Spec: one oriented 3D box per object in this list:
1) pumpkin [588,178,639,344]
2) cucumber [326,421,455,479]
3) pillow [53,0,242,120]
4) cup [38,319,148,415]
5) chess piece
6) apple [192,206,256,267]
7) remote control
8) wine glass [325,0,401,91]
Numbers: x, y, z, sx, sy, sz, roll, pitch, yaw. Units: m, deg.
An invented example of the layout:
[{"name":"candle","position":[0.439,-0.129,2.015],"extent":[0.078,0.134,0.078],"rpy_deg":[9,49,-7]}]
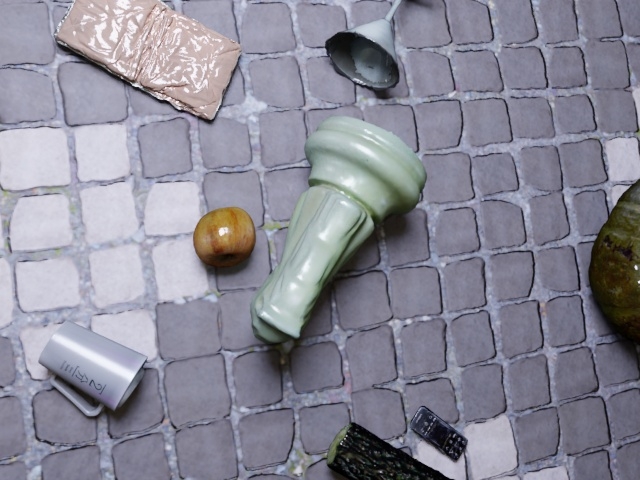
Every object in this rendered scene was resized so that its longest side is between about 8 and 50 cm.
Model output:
[{"name":"pumpkin","position":[0.533,0.041,0.891],"extent":[0.232,0.242,0.324],"rpy_deg":[-14,93,14]},{"name":"cucumber","position":[0.142,0.343,0.808],"extent":[0.300,0.072,0.072],"rpy_deg":[30,78,-10]},{"name":"pillow","position":[-0.227,-0.265,0.787],"extent":[0.233,0.043,0.126],"rpy_deg":[26,84,-13]},{"name":"cup","position":[-0.286,0.165,0.722],"extent":[0.116,0.074,0.104],"rpy_deg":[30,107,-6]},{"name":"chess piece","position":[0.000,0.000,0.751],"extent":[0.176,0.176,0.298],"rpy_deg":[34,76,-9]},{"name":"apple","position":[-0.127,-0.005,0.769],"extent":[0.084,0.084,0.071],"rpy_deg":[-10,61,-15]},{"name":"remote control","position":[0.173,0.282,0.852],"extent":[0.096,0.014,0.039],"rpy_deg":[39,77,-9]},{"name":"wine glass","position":[0.100,-0.324,0.841],"extent":[0.122,0.122,0.182],"rpy_deg":[32,76,-10]}]
